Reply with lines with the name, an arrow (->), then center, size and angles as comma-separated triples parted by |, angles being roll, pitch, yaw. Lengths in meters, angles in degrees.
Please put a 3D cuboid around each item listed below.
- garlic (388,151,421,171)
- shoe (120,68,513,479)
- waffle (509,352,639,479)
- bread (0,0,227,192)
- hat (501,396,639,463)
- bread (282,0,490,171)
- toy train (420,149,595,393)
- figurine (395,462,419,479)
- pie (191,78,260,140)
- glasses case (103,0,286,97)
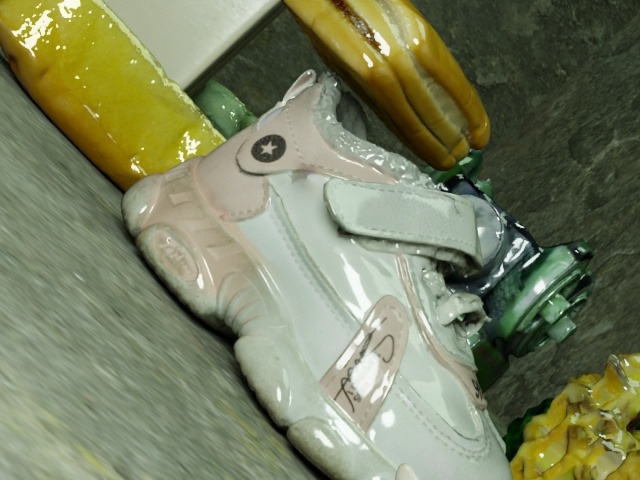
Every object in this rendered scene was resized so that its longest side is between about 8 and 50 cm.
garlic -> 0.000, 0.000, 1.760 | 0.246, 0.231, 0.340 | -2, 10, -29
shoe -> 0.031, 0.039, 1.030 | 0.351, 0.198, 0.172 | 47, 3, 13
waffle -> 0.249, 0.213, 1.087 | 0.151, 0.261, 0.324 | 45, -16, -17
bread -> -0.170, -0.114, 1.206 | 0.245, 0.094, 0.102 | 48, -6, -18
hat -> 0.283, 0.255, 1.357 | 0.242, 0.274, 0.332 | 52, 11, -4
bread -> 0.052, -0.128, 1.077 | 0.116, 0.077, 0.200 | 54, 6, 29
toy train -> 0.107, 0.062, 1.307 | 0.173, 0.249, 0.307 | 46, 2, 16
figurine -> 0.114, 0.213, 0.715 | 0.155, 0.127, 0.235 | 22, 16, -38
pie -> -0.085, -0.068, 1.535 | 0.240, 0.054, 0.240 | 47, -23, 26
glasses case -> -0.107, -0.242, 1.365 | 0.144, 0.336, 0.076 | 49, 3, 0
